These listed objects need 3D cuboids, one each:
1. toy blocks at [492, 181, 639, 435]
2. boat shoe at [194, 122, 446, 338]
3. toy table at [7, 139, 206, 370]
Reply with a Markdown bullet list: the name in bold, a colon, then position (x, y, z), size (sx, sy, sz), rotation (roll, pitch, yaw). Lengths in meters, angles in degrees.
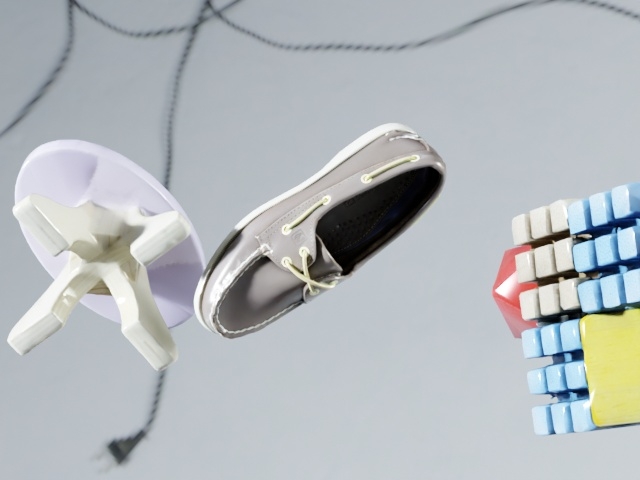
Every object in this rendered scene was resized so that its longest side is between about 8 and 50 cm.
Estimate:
- **toy blocks**: position (0.209, 0.025, 0.675), size (0.261, 0.381, 0.191), rotation (-3, 82, -21)
- **boat shoe**: position (0.000, 0.000, 1.666), size (0.324, 0.116, 0.097), rotation (-39, 31, -2)
- **toy table**: position (-0.245, 0.023, 1.730), size (0.252, 0.274, 0.161), rotation (-46, 18, 19)
